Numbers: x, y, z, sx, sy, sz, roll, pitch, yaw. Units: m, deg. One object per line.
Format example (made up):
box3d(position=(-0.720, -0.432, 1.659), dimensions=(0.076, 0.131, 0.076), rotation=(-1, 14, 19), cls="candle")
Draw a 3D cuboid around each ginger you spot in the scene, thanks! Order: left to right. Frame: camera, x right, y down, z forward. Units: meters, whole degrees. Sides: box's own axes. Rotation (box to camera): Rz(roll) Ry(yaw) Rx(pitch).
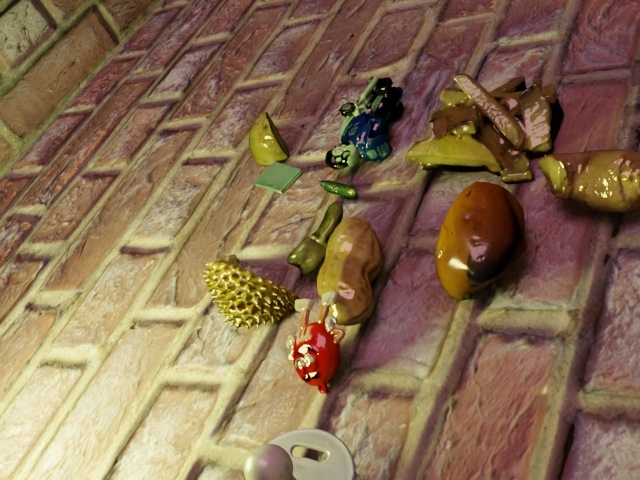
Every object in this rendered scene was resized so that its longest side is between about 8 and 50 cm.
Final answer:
box3d(position=(0.427, -0.319, 1.959), dimensions=(0.413, 0.211, 0.358), rotation=(-43, 41, -18), cls="ginger")
box3d(position=(0.601, -0.130, 1.669), dimensions=(0.267, 0.138, 0.152), rotation=(6, 8, 35), cls="ginger")

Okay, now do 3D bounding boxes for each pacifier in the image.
box3d(position=(-0.056, 0.448, 1.379), dimensions=(0.244, 0.233, 0.299), rotation=(0, 47, 29), cls="pacifier")

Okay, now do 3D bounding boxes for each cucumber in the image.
box3d(position=(0.048, -0.146, 2.150), dimensions=(0.155, 0.037, 0.037), rotation=(20, 59, 42), cls="cucumber")

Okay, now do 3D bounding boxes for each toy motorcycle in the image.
box3d(position=(0.143, -0.331, 2.238), dimensions=(0.196, 0.125, 0.331), rotation=(5, 52, 35), cls="toy motorcycle")

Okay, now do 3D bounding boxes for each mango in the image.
box3d(position=(0.356, -0.009, 1.696), dimensions=(0.201, 0.153, 0.287), rotation=(1, 48, 20), cls="mango")

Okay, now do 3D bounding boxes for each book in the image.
box3d(position=(-0.127, -0.193, 2.335), dimensions=(0.135, 0.017, 0.103), rotation=(20, 62, 46), cls="book")

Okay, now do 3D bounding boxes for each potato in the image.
box3d(position=(-0.182, -0.302, 2.393), dimensions=(0.120, 0.149, 0.081), rotation=(-22, 32, 14), cls="potato")

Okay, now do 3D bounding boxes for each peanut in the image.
box3d(position=(0.071, 0.073, 1.805), dimensions=(0.147, 0.147, 0.306), rotation=(-8, 44, 27), cls="peanut")

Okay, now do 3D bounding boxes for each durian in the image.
box3d(position=(-0.198, 0.116, 1.930), dimensions=(0.166, 0.172, 0.306), rotation=(-26, 21, -37), cls="durian")

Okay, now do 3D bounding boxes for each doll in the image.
box3d(position=(-0.016, 0.227, 1.691), dimensions=(0.183, 0.085, 0.217), rotation=(-19, 65, 49), cls="doll")

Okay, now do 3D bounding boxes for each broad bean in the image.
box3d(position=(-0.002, -0.002, 1.946), dimensions=(0.207, 0.072, 0.153), rotation=(-51, 3, -22), cls="broad bean")
